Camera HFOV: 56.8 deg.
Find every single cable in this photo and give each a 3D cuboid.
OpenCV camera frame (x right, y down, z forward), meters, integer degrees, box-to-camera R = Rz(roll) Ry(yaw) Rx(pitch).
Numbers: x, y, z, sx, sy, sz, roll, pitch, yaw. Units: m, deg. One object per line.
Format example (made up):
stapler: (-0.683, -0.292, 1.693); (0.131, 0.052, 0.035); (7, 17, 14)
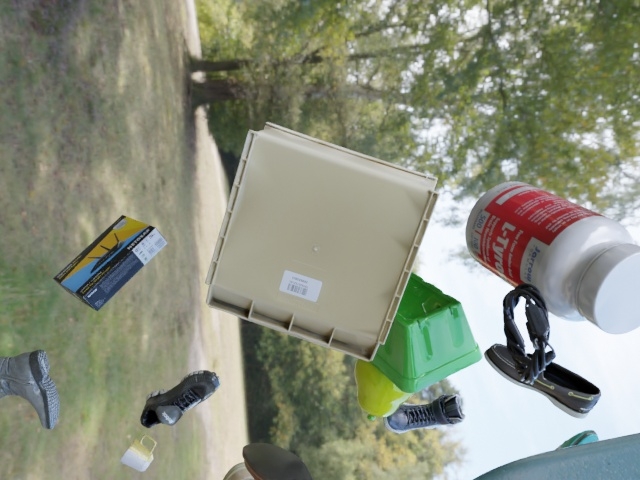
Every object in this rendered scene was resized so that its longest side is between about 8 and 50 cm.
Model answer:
cable: (0.380, 0.168, 1.089); (0.184, 0.047, 0.150); (-96, -176, -48)

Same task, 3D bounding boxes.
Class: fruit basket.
fruit basket: (0.214, 0.293, 1.578); (0.392, 0.283, 0.392); (50, -29, 42)

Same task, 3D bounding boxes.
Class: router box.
router box: (-0.392, 0.037, 1.103); (0.133, 0.179, 0.046); (16, -35, 43)

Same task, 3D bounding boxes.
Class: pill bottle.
pill bottle: (0.511, 0.030, 1.272); (0.407, 0.229, 0.229); (-133, -143, -62)

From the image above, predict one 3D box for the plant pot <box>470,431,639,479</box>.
plant pot: (0.250, 0.365, 0.639); (0.247, 0.252, 0.247); (63, 20, -57)

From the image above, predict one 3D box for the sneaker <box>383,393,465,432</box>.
sneaker: (0.300, 0.483, 1.658); (0.163, 0.226, 0.086); (-35, -123, 46)

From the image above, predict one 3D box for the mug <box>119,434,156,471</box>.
mug: (-0.436, 0.519, 1.427); (0.078, 0.064, 0.062); (-54, -179, 19)

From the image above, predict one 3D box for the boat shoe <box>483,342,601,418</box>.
boat shoe: (0.444, 0.265, 1.189); (0.081, 0.228, 0.068); (-42, 156, -51)

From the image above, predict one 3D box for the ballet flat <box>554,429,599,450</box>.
ballet flat: (0.606, 0.564, 1.468); (0.087, 0.083, 0.247); (-131, -123, -73)

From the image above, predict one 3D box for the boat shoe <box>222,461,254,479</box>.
boat shoe: (-0.140, 0.532, 1.033); (0.098, 0.109, 0.302); (-125, -133, -69)

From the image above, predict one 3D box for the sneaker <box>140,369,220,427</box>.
sneaker: (-0.335, 0.384, 1.396); (0.078, 0.234, 0.106); (55, 23, -20)

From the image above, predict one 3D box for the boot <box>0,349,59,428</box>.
boot: (-0.866, 0.440, 1.721); (0.083, 0.161, 0.246); (-126, -155, -82)

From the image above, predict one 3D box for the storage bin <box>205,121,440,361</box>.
storage bin: (0.000, 0.000, 0.833); (0.123, 0.262, 0.260); (-65, 173, -76)

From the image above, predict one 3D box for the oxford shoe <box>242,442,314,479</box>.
oxford shoe: (-0.043, 0.334, 0.765); (0.212, 0.076, 0.076); (24, -73, 51)
